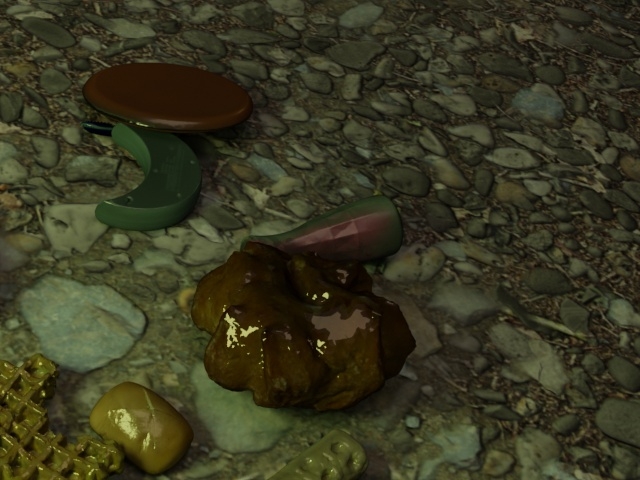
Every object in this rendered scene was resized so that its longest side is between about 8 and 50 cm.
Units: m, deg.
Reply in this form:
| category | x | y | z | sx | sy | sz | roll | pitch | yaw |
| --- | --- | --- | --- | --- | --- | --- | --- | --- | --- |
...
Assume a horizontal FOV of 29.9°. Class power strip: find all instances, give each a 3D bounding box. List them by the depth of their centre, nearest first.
| category | x | y | z | sx | sy | sz | roll | pitch | yaw |
| --- | --- | --- | --- | --- | --- | --- | --- | --- | --- |
| power strip | -0.229 | -0.093 | 1.640 | 0.137 | 0.044 | 0.216 | 11 | 41 | -7 |

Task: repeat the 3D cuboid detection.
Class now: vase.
| category | x | y | z | sx | sy | sz | roll | pitch | yaw |
| --- | --- | --- | --- | --- | --- | --- | --- | --- | --- |
| vase | 0.000 | 0.000 | 1.595 | 0.214 | 0.086 | 0.086 | -14 | 49 | -26 |

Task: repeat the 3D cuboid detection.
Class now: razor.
| category | x | y | z | sx | sy | sz | roll | pitch | yaw |
| --- | --- | --- | --- | --- | --- | --- | --- | --- | --- |
| razor | -0.265 | -0.160 | 1.717 | 0.154 | 0.044 | 0.028 | -3 | 72 | -21 |

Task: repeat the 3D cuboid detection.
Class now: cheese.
| category | x | y | z | sx | sy | sz | roll | pitch | yaw |
| --- | --- | --- | --- | --- | --- | --- | --- | --- | --- |
| cheese | -0.023 | 0.271 | 1.299 | 0.065 | 0.043 | 0.194 | 38 | 43 | 24 |

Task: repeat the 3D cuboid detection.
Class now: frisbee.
| category | x | y | z | sx | sy | sz | roll | pitch | yaw |
| --- | --- | --- | --- | --- | --- | --- | --- | --- | --- |
| frisbee | -0.222 | -0.214 | 1.758 | 0.250 | 0.021 | 0.251 | 8 | 26 | -4 |

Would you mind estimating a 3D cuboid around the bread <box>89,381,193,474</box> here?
| category | x | y | z | sx | sy | sz | roll | pitch | yaw |
| --- | --- | --- | --- | --- | --- | --- | --- | --- | --- |
| bread | -0.194 | 0.198 | 1.310 | 0.115 | 0.056 | 0.082 | 35 | 44 | 20 |

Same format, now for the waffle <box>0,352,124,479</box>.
| category | x | y | z | sx | sy | sz | roll | pitch | yaw |
| --- | --- | --- | --- | --- | --- | --- | --- | --- | --- |
| waffle | -0.300 | 0.203 | 1.270 | 0.149 | 0.051 | 0.194 | -12 | 47 | -26 |

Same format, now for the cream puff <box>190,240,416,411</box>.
| category | x | y | z | sx | sy | sz | roll | pitch | yaw |
| --- | --- | --- | --- | --- | --- | --- | --- | --- | --- |
| cream puff | -0.019 | 0.106 | 1.414 | 0.268 | 0.155 | 0.241 | 4 | 36 | -6 |
